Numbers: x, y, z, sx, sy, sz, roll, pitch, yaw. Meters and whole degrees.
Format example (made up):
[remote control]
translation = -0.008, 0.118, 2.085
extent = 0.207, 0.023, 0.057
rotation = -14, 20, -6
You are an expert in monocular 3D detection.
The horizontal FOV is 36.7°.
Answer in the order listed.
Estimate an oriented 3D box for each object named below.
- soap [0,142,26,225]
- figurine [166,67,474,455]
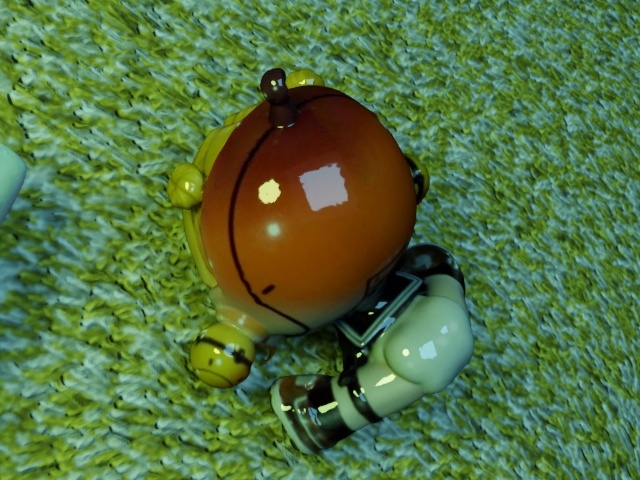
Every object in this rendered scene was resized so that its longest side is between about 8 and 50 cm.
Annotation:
[soap]
translation = -0.376, 0.046, 0.654
extent = 0.208, 0.115, 0.347
rotation = 32, 58, -19
[figurine]
translation = 0.004, 0.001, 0.870
extent = 0.320, 0.196, 0.323
rotation = -46, 109, -30
